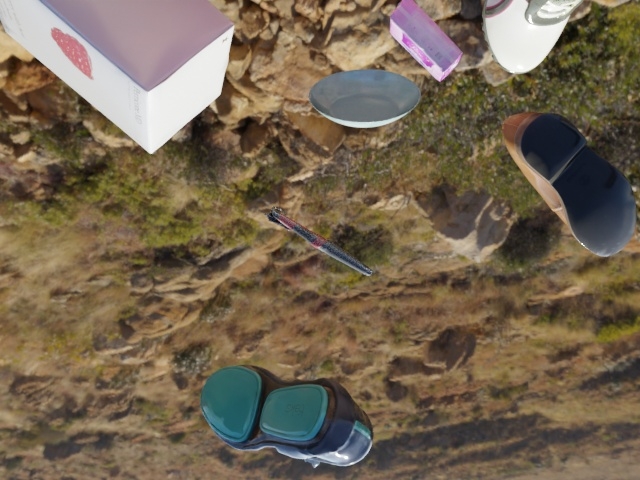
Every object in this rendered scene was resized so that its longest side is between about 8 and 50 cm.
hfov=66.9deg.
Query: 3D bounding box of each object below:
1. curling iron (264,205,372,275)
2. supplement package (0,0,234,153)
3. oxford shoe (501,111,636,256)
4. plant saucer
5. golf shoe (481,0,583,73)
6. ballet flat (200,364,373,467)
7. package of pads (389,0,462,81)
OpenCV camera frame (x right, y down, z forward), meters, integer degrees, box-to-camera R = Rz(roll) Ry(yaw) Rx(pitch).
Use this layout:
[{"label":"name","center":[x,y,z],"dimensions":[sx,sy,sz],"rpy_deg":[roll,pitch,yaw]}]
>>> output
[{"label":"curling iron","center":[0.000,0.000,1.075],"dimensions":[0.274,0.035,0.068],"rpy_deg":[30,-170,-6]},{"label":"supplement package","center":[-0.301,-0.311,0.709],"dimensions":[0.293,0.175,0.177],"rpy_deg":[40,155,-2]},{"label":"oxford shoe","center":[0.277,-0.066,0.538],"dimensions":[0.076,0.076,0.212],"rpy_deg":[-42,111,9]},{"label":"plant saucer","center":[0.076,-0.243,0.851],"dimensions":[0.195,0.195,0.037],"rpy_deg":[5,133,9]},{"label":"golf shoe","center":[0.251,-0.289,0.530],"dimensions":[0.105,0.120,0.272],"rpy_deg":[-3,144,1]},{"label":"ballet flat","center":[-0.032,0.146,0.404],"dimensions":[0.074,0.074,0.203],"rpy_deg":[30,154,-29]},{"label":"package of pads","center":[0.108,-0.207,0.503],"dimensions":[0.083,0.050,0.032],"rpy_deg":[46,102,0]}]
